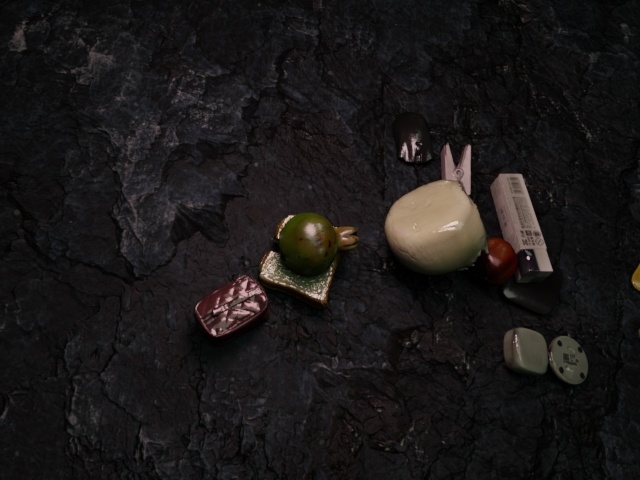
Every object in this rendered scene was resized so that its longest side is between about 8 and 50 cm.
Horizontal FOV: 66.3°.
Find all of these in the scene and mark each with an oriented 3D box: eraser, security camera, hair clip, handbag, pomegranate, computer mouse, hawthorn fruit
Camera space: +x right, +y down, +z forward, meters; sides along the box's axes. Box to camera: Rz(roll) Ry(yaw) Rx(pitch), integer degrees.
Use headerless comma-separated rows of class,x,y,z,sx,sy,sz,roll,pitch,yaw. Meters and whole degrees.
eraser,0.710,-0.050,1.747,0.098,0.096,0.403,1,60,-8
security camera,0.738,0.380,1.606,0.302,0.080,0.157,15,63,-13
hair clip,0.501,-0.204,1.811,0.101,0.085,0.330,5,73,-5
handbag,-0.264,0.213,1.480,0.225,0.135,0.146,-28,70,-18
pomegranate,-0.008,0.011,1.492,0.241,0.159,0.189,21,68,-2
computer mouse,0.357,-0.401,1.875,0.147,0.088,0.264,-2,70,-8
hawthorn fruit,0.588,0.063,1.672,0.169,0.169,0.188,41,61,9

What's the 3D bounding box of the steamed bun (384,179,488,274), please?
steamed bun,0.379,-0.025,1.618,0.312,0.233,0.333,-21,32,20

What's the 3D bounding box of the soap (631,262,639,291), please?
soap,1.206,0.124,1.811,0.089,0.033,0.168,35,65,4

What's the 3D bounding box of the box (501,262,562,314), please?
box,0.742,0.147,1.721,0.201,0.042,0.212,25,64,2

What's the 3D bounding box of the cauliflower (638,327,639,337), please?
cauliflower,1.221,0.386,1.631,0.272,0.275,0.250,25,102,-30

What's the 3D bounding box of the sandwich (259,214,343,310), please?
sandwich,-0.055,0.059,1.603,0.249,0.095,0.273,20,66,4
